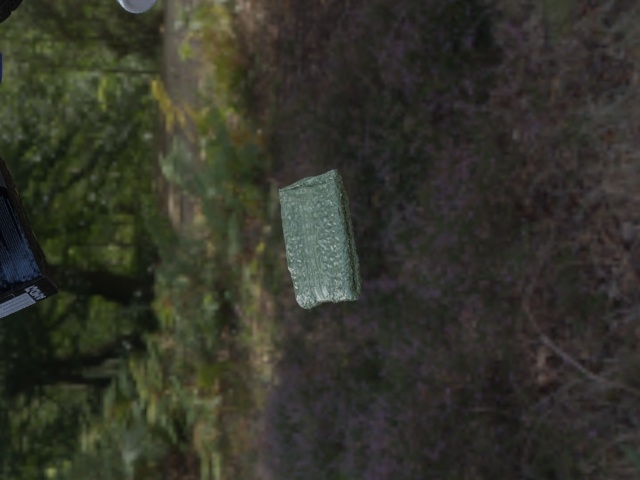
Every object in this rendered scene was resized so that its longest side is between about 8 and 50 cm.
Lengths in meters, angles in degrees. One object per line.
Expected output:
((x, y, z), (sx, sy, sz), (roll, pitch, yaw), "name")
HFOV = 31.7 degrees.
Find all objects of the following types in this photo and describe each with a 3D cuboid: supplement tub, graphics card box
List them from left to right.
((-0.585, 0.040, 1.581), (0.232, 0.371, 0.094), (63, 174, 17), "graphics card box")
((-0.301, -0.407, 1.757), (0.107, 0.071, 0.071), (48, 142, 41), "supplement tub")

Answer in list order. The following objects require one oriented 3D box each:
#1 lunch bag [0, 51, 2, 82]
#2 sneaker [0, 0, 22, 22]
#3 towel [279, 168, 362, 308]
((-0.483, -0.111, 0.851), (0.328, 0.385, 0.239), (-59, -26, -60), "lunch bag")
((-0.407, -0.428, 1.521), (0.286, 0.130, 0.109), (-51, 3, -10), "sneaker")
((0.000, 0.000, 1.273), (0.110, 0.027, 0.148), (-13, 85, 50), "towel")
